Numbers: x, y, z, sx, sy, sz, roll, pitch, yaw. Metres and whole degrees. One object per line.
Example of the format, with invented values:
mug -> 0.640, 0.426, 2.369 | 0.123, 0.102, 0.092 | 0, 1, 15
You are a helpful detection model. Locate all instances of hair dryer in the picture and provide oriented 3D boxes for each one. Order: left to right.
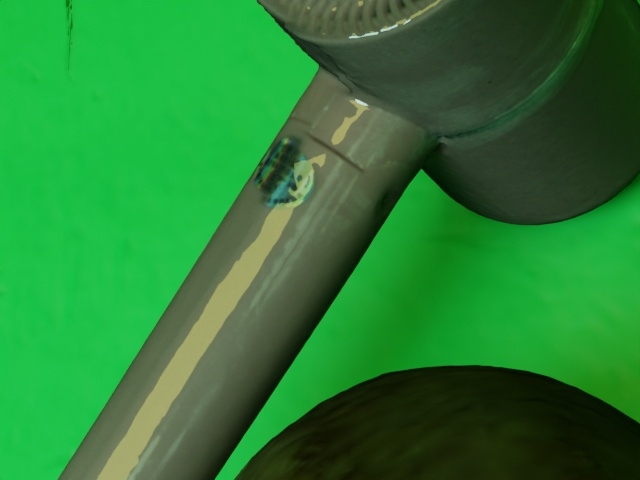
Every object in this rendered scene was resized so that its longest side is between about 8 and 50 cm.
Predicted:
hair dryer -> 0.000, 0.000, 0.741 | 0.125, 0.210, 0.352 | 32, 86, 34

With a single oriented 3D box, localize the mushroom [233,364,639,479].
mushroom -> 0.076, 0.135, 0.573 | 0.224, 0.397, 0.313 | -26, 61, 2
